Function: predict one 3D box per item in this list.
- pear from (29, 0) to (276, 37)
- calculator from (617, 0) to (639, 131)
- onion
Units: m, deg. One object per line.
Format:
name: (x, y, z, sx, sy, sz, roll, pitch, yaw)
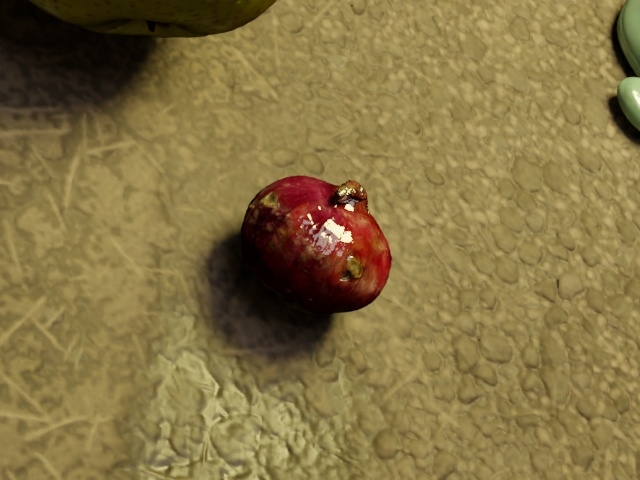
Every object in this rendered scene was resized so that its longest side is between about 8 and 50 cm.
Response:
pear: (-0.117, -0.273, 1.310, 0.294, 0.294, 0.294, 17, 54, -25)
calculator: (0.347, -0.162, 1.700, 0.184, 0.042, 0.295, 48, 47, 1)
onion: (0.000, 0.000, 1.332, 0.107, 0.097, 0.107, 28, 29, -17)
